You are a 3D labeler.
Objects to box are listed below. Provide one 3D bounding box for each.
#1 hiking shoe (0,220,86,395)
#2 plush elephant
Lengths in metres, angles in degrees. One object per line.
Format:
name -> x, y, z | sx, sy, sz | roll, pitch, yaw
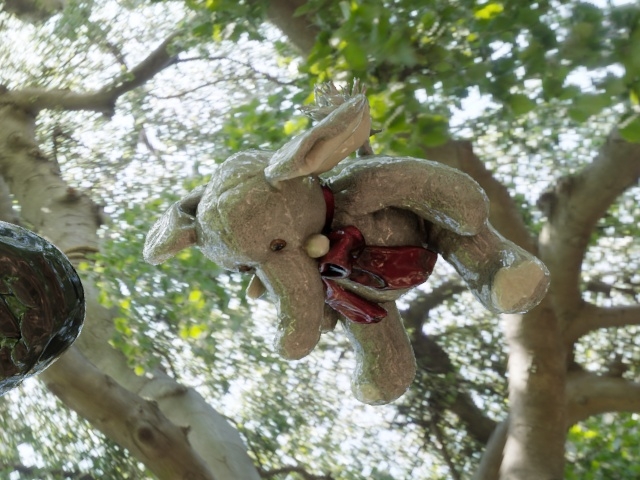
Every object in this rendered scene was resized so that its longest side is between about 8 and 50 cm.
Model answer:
hiking shoe -> -0.214, 0.034, 0.575 | 0.132, 0.304, 0.113 | -23, -83, -42
plush elephant -> 0.000, 0.000, 0.855 | 0.255, 0.272, 0.330 | -16, -103, -45
